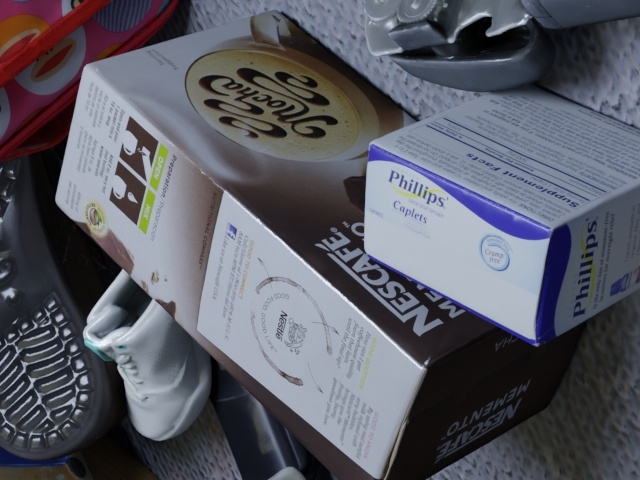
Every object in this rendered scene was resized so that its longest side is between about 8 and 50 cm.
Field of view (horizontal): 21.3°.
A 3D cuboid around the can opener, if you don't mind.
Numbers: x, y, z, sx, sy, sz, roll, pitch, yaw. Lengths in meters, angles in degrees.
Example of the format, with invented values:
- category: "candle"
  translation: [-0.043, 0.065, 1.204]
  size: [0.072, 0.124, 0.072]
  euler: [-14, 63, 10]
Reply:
- category: "can opener"
  translation: [0.146, -0.135, 0.886]
  size: [0.283, 0.095, 0.076]
  euler: [-4, 62, 38]

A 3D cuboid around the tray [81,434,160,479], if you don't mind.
- category: "tray"
  translation: [-0.313, 0.191, 1.526]
  size: [0.411, 0.076, 0.203]
  euler: [34, 129, 32]

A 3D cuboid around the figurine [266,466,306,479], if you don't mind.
- category: "figurine"
  translation: [-0.046, 0.269, 1.238]
  size: [0.215, 0.092, 0.209]
  euler: [51, 145, -6]

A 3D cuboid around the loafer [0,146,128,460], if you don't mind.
- category: "loafer"
  translation: [-0.243, 0.007, 1.320]
  size: [0.134, 0.130, 0.366]
  euler: [-24, 71, 11]

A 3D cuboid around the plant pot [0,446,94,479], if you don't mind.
- category: "plant pot"
  translation: [-0.323, 0.178, 1.318]
  size: [0.212, 0.236, 0.236]
  euler: [-40, 65, 21]

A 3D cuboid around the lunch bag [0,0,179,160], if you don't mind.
- category: "lunch bag"
  translation: [-0.232, -0.161, 1.104]
  size: [0.120, 0.293, 0.258]
  euler: [18, 142, 42]

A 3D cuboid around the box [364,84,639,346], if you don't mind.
- category: "box"
  translation: [0.114, -0.019, 0.924]
  size: [0.126, 0.137, 0.072]
  euler: [28, 127, 36]

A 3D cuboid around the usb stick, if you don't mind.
- category: "usb stick"
  translation: [-0.074, 0.050, 1.228]
  size: [0.077, 0.045, 0.278]
  euler: [-18, 93, 56]

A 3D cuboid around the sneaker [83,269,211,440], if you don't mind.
- category: "sneaker"
  translation: [-0.125, 0.068, 1.182]
  size: [0.080, 0.094, 0.212]
  euler: [44, 139, 28]

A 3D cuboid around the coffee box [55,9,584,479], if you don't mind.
- category: "coffee box"
  translation: [0.000, 0.000, 1.032]
  size: [0.297, 0.168, 0.119]
  euler: [42, 133, 27]
